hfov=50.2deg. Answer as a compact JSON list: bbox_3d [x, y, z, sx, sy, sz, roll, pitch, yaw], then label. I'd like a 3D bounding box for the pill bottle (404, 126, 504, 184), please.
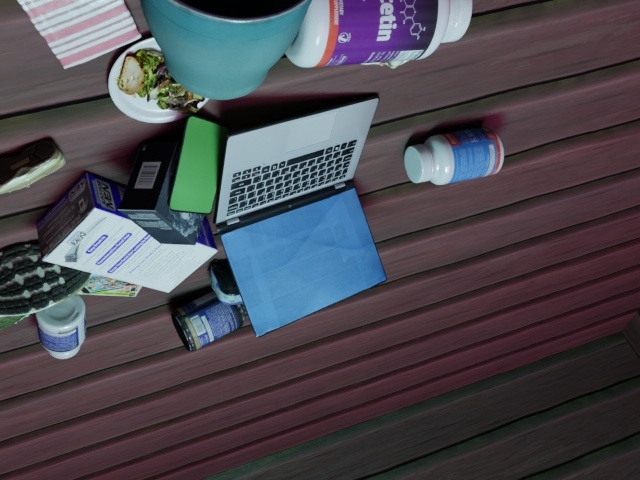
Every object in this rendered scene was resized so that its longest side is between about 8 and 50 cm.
[{"bbox_3d":[0.325,-0.204,1.673,0.221,0.124,0.124,-13,146,-19],"label":"pill bottle"}]

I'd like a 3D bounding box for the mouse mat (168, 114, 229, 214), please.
[{"bbox_3d":[-0.239,-0.146,1.357,0.152,0.007,0.190,4,101,-66],"label":"mouse mat"}]

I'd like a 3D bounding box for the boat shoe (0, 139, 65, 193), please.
[{"bbox_3d":[-0.570,-0.119,1.280,0.189,0.068,0.072,-21,159,-5],"label":"boat shoe"}]

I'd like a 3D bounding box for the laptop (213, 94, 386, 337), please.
[{"bbox_3d":[-0.009,-0.055,1.493,0.381,0.236,0.408,-21,148,-30],"label":"laptop"}]

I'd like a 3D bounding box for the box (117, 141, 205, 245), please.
[{"bbox_3d":[-0.306,-0.093,1.378,0.093,0.156,0.158,3,156,23],"label":"box"}]

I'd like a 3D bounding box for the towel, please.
[{"bbox_3d":[-0.383,-0.368,1.077,0.144,0.029,0.197,-22,150,-3],"label":"towel"}]

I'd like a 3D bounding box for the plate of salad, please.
[{"bbox_3d":[-0.281,-0.283,1.241,0.199,0.048,0.200,-17,146,-12],"label":"plate of salad"}]

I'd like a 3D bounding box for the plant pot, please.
[{"bbox_3d":[-0.150,-0.361,1.042,0.271,0.272,0.255,-12,161,-18],"label":"plant pot"}]

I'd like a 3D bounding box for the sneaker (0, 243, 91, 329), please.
[{"bbox_3d":[-0.696,0.129,1.516,0.410,0.158,0.182,-21,168,-1],"label":"sneaker"}]

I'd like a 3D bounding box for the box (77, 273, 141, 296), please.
[{"bbox_3d":[-0.519,0.083,1.622,0.206,0.036,0.114,6,136,-38],"label":"box"}]

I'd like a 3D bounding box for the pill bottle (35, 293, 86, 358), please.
[{"bbox_3d":[-0.629,0.210,1.661,0.111,0.112,0.187,-8,147,-23],"label":"pill bottle"}]

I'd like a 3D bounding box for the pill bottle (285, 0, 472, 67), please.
[{"bbox_3d":[0.095,-0.402,1.188,0.322,0.182,0.182,-10,145,-21],"label":"pill bottle"}]

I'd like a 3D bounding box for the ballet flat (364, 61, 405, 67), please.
[{"bbox_3d":[0.114,-0.372,1.341,0.240,0.077,0.091,-7,143,-26],"label":"ballet flat"}]

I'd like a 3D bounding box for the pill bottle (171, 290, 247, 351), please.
[{"bbox_3d":[-0.281,0.199,1.846,0.219,0.123,0.123,-26,150,-21],"label":"pill bottle"}]

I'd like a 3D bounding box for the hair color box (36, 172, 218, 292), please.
[{"bbox_3d":[-0.415,-0.006,1.498,0.185,0.110,0.338,-38,147,22],"label":"hair color box"}]

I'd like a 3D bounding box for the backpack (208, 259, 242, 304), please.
[{"bbox_3d":[-0.230,0.112,1.776,0.104,0.114,0.084,-9,144,-24],"label":"backpack"}]
